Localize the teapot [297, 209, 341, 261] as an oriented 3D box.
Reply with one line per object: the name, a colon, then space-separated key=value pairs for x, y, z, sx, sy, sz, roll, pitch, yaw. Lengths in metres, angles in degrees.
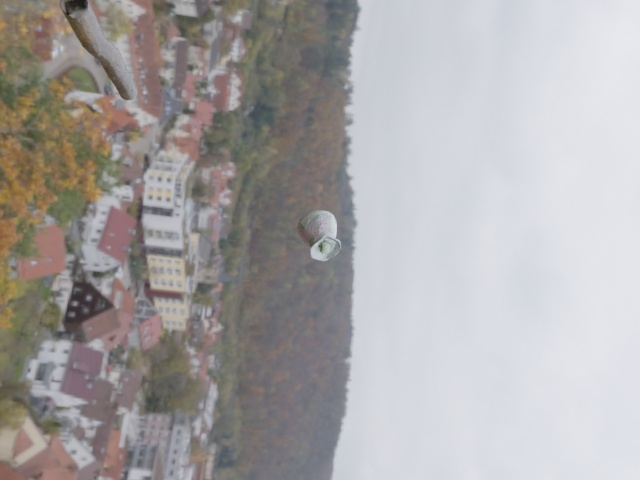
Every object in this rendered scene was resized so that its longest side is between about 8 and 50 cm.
teapot: x=0.000 y=0.000 z=1.075 sx=0.083 sy=0.064 sz=0.064 roll=92 pitch=-17 yaw=-45

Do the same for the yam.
yam: x=-0.366 y=-0.314 z=1.160 sx=0.045 sy=0.045 sz=0.327 roll=-52 pitch=174 yaw=-10
